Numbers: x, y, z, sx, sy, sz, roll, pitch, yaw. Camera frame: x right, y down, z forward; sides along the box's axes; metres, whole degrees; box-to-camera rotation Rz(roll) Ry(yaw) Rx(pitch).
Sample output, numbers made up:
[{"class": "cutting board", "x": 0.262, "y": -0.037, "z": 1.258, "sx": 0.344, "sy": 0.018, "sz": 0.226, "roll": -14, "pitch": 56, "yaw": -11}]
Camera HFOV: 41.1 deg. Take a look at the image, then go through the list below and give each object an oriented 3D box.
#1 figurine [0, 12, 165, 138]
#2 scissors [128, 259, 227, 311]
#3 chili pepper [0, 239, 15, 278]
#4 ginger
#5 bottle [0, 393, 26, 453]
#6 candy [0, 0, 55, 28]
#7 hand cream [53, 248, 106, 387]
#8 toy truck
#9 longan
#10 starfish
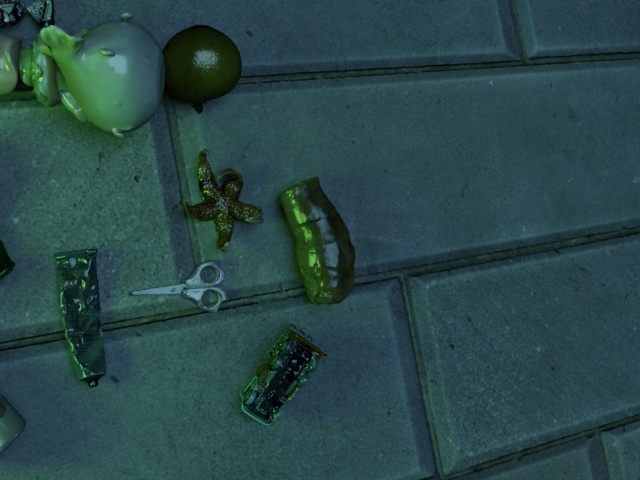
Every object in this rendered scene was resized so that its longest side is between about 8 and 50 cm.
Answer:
[{"class": "figurine", "x": -0.471, "y": -0.310, "z": 1.467, "sx": 0.394, "sy": 0.274, "sz": 0.226, "roll": 4, "pitch": 77, "yaw": -6}, {"class": "scissors", "x": -0.270, "y": 0.092, "z": 1.617, "sx": 0.189, "sy": 0.015, "sz": 0.100, "roll": -4, "pitch": 86, "yaw": -24}, {"class": "chili pepper", "x": -0.601, "y": -0.036, "z": 1.449, "sx": 0.099, "sy": 0.083, "sz": 0.253, "roll": -22, "pitch": 95, "yaw": -35}, {"class": "ginger", "x": 0.000, "y": 0.000, "z": 1.709, "sx": 0.109, "sy": 0.116, "sz": 0.263, "roll": -9, "pitch": 79, "yaw": -66}, {"class": "bottle", "x": -0.604, "y": 0.247, "z": 1.381, "sx": 0.120, "sy": 0.120, "sz": 0.253, "roll": -44, "pitch": 102, "yaw": -24}, {"class": "candy", "x": -0.588, "y": -0.401, "z": 1.527, "sx": 0.226, "sy": 0.051, "sz": 0.094, "roll": -16, "pitch": 99, "yaw": -24}, {"class": "hand cream", "x": -0.421, "y": 0.138, "z": 1.519, "sx": 0.075, "sy": 0.052, "sz": 0.248, "roll": -6, "pitch": 85, "yaw": -26}, {"class": "toy truck", "x": -0.080, "y": 0.254, "z": 1.633, "sx": 0.080, "sy": 0.115, "sz": 0.177, "roll": 37, "pitch": 92, "yaw": -16}, {"class": "longan", "x": -0.229, "y": -0.327, "z": 1.639, "sx": 0.155, "sy": 0.176, "sz": 0.145, "roll": 2, "pitch": 38, "yaw": -4}, {"class": "starfish", "x": -0.201, "y": -0.078, "z": 1.641, "sx": 0.146, "sy": 0.074, "sz": 0.190, "roll": -33, "pitch": 97, "yaw": -26}]
